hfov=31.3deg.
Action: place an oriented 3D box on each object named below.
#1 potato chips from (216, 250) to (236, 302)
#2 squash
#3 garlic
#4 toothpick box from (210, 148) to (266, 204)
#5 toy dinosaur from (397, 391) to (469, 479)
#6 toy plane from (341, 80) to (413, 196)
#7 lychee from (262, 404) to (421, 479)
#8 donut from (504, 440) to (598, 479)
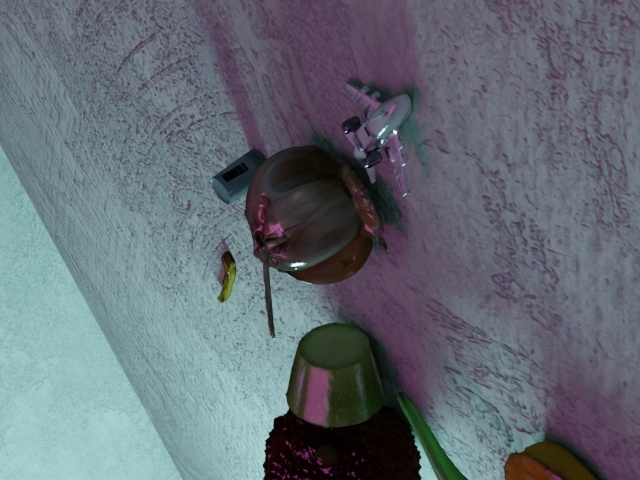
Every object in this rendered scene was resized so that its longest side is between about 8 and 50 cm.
[{"bbox_3d":[-0.186,0.081,2.254,0.037,0.026,0.204,50,159,16],"label":"potato chips"},{"bbox_3d":[0.023,0.220,1.877,0.170,0.170,0.123,33,139,41],"label":"squash"},{"bbox_3d":[0.000,0.000,1.546,0.207,0.257,0.207,4,141,3],"label":"garlic"},{"bbox_3d":[-0.124,-0.099,1.781,0.052,0.083,0.052,42,156,24],"label":"toothpick box"},{"bbox_3d":[0.303,0.452,1.734,0.500,0.144,0.374,61,-171,23],"label":"toy dinosaur"},{"bbox_3d":[0.070,-0.133,1.380,0.162,0.065,0.171,61,164,10],"label":"toy plane"},{"bbox_3d":[0.039,0.388,1.949,0.275,0.276,0.304,42,172,25],"label":"lychee"},{"bbox_3d":[0.334,0.349,1.566,0.178,0.065,0.162,55,155,-1],"label":"donut"}]
